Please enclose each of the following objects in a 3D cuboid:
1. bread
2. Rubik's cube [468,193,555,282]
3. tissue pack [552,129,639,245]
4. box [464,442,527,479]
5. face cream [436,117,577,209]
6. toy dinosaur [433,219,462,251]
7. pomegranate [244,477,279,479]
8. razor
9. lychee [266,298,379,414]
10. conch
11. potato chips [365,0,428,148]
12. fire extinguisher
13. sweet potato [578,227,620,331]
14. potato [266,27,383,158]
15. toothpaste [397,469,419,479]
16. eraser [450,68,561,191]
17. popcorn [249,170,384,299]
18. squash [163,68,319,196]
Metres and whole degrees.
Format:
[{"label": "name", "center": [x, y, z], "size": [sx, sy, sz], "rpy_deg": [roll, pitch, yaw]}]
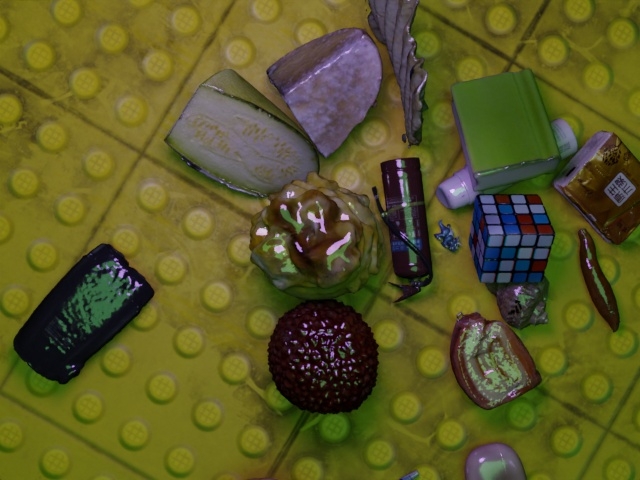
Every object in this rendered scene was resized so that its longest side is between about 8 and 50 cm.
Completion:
[{"label": "bread", "center": [0.401, 0.282, 1.865], "size": [0.190, 0.123, 0.244], "rpy_deg": [-32, 89, -1]}, {"label": "Rubik's cube", "center": [0.441, -0.005, 1.829], "size": [0.154, 0.154, 0.151], "rpy_deg": [1, 128, -2]}, {"label": "tissue pack", "center": [0.694, -0.125, 1.879], "size": [0.226, 0.092, 0.183], "rpy_deg": [43, 91, -15]}, {"label": "box", "center": [0.423, 0.588, 1.875], "size": [0.145, 0.088, 0.201], "rpy_deg": [-11, 90, -1]}, {"label": "face cream", "center": [0.445, -0.178, 1.887], "size": [0.345, 0.102, 0.102], "rpy_deg": [-28, 90, -4]}, {"label": "toy dinosaur", "center": [0.311, -0.010, 1.912], "size": [0.047, 0.030, 0.083], "rpy_deg": [-41, 92, -4]}, {"label": "pomegranate", "center": [-0.137, 0.699, 1.745], "size": [0.332, 0.332, 0.333], "rpy_deg": [0, 89, -2]}, {"label": "razor", "center": [-0.556, 0.174, 1.834], "size": [0.189, 0.107, 0.327], "rpy_deg": [43, 88, 0]}, {"label": "lychee", "center": [0.004, 0.263, 1.794], "size": [0.264, 0.300, 0.265], "rpy_deg": [-12, 110, -37]}, {"label": "conch", "center": [0.480, 0.122, 1.897], "size": [0.155, 0.130, 0.207], "rpy_deg": [-30, 64, -35]}, {"label": "potato chips", "center": [0.187, -0.395, 1.745], "size": [0.097, 0.389, 0.374], "rpy_deg": [-16, 83, 4]}, {"label": "fire extinguisher", "center": [0.198, -0.022, 1.879], "size": [0.141, 0.105, 0.342], "rpy_deg": [-6, 90, 37]}, {"label": "sweet potato", "center": [0.676, 0.099, 1.914], "size": [0.057, 0.057, 0.265], "rpy_deg": [-20, 88, -3]}, {"label": "potato", "center": [0.035, -0.366, 1.822], "size": [0.264, 0.189, 0.211], "rpy_deg": [-35, 121, 14]}, {"label": "toothpaste", "center": [0.203, 0.588, 1.904], "size": [0.083, 0.015, 0.024], "rpy_deg": [-32, 82, 2]}, {"label": "eraser", "center": [0.429, -0.260, 1.827], "size": [0.209, 0.092, 0.274], "rpy_deg": [-12, 58, 4]}, {"label": "popcorn", "center": [-0.003, -0.007, 1.777], "size": [0.311, 0.312, 0.313], "rpy_deg": [0, 89, -2]}, {"label": "squash", "center": [-0.160, -0.212, 1.810], "size": [0.309, 0.210, 0.234], "rpy_deg": [45, 122, 3]}]
